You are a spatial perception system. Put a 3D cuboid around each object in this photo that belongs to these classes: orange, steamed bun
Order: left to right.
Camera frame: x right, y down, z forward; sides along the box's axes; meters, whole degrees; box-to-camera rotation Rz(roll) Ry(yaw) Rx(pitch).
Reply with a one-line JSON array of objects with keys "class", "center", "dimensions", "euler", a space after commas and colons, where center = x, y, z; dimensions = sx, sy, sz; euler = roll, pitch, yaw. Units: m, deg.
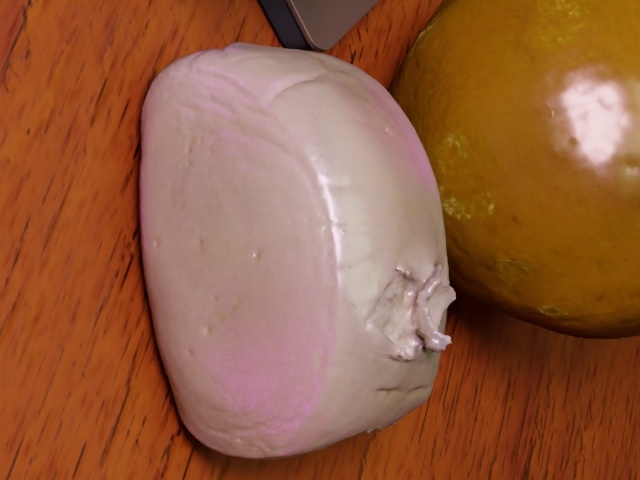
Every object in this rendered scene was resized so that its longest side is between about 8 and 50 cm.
[{"class": "steamed bun", "center": [0.000, 0.000, 0.901], "dimensions": [0.170, 0.153, 0.238], "euler": [-3, 87, -52]}, {"class": "orange", "center": [0.171, -0.066, 1.069], "dimensions": [0.279, 0.235, 0.279], "euler": [34, 42, -38]}]

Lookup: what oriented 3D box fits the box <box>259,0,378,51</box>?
[{"class": "box", "center": [0.000, -0.184, 1.039], "dimensions": [0.126, 0.031, 0.091], "euler": [-51, 120, -43]}]
